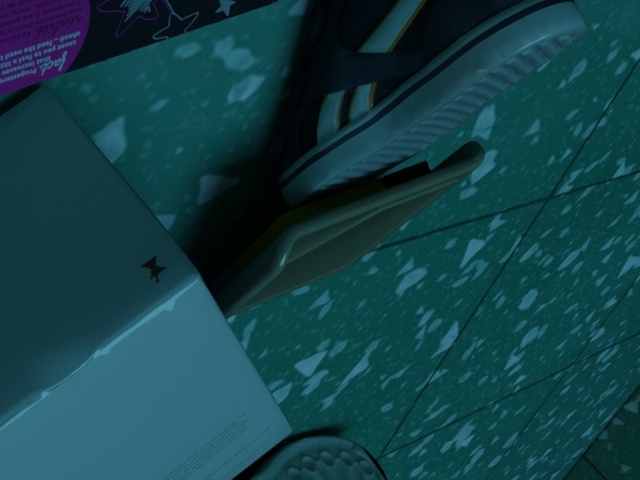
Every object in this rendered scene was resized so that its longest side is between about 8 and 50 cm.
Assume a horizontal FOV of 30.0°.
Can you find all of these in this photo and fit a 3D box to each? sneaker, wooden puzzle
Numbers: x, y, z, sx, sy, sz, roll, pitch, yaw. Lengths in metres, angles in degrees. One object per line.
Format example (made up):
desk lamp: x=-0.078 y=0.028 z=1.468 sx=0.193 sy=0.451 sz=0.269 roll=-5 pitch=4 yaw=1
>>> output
sneaker: x=-0.085 y=0.363 z=1.427 sx=0.323 sy=0.130 sz=0.236 roll=-14 pitch=152 yaw=-52
sneaker: x=0.053 y=-0.131 z=0.865 sx=0.126 sy=0.127 sz=0.321 roll=-23 pitch=173 yaw=-37
wooden puzzle: x=0.000 y=0.000 z=1.003 sx=0.239 sy=0.044 sz=0.221 roll=-27 pitch=172 yaw=-37

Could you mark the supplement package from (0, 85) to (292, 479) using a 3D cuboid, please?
supplement package: x=-0.159 y=0.074 z=0.792 sx=0.177 sy=0.175 sz=0.293 roll=-37 pitch=154 yaw=-9

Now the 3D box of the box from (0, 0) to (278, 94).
box: x=-0.139 y=-0.169 z=0.491 sx=0.247 sy=0.142 sz=0.163 roll=-26 pitch=149 yaw=-33
